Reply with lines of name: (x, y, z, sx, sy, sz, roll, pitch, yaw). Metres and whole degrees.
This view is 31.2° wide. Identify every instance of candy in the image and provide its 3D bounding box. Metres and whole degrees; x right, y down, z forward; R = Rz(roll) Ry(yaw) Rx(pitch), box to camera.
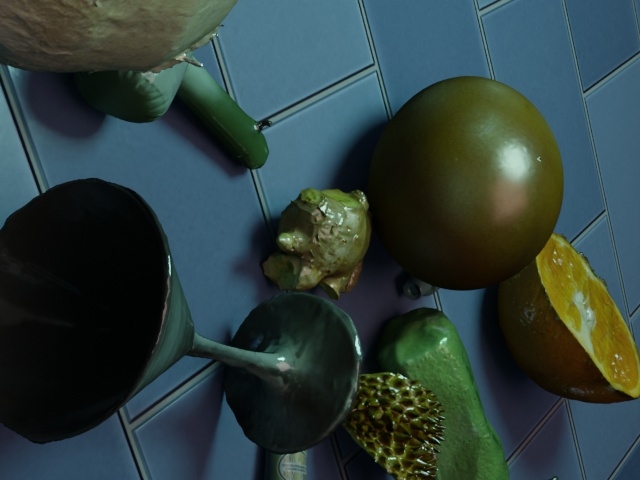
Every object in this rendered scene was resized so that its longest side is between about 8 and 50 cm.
candy: (0.191, 0.264, 1.765, 0.132, 0.142, 0.343, -28, 115, -10)

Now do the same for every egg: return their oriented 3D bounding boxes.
egg: (0.210, -0.087, 1.673, 0.282, 0.282, 0.351, 53, 30, -35)

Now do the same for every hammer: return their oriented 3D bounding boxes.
hammer: (-0.147, -0.183, 1.381, 0.335, 0.119, 0.206, 45, 56, -48)

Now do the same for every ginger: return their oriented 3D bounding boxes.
ginger: (0.000, 0.000, 1.552, 0.216, 0.102, 0.157, 4, 112, -56)

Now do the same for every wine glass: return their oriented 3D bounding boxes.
wine glass: (-0.142, 0.116, 1.256, 0.406, 0.267, 0.267, 26, 68, -52)

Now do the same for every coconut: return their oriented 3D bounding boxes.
coconut: (-0.252, -0.329, 1.075, 0.360, 0.346, 0.346, 4, 85, -32)

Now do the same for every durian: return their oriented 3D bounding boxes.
durian: (0.102, 0.268, 1.631, 0.252, 0.139, 0.144, 40, 71, -43)

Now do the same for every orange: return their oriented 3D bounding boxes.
orange: (0.442, 0.144, 1.985, 0.310, 0.274, 0.274, 21, 65, -3)

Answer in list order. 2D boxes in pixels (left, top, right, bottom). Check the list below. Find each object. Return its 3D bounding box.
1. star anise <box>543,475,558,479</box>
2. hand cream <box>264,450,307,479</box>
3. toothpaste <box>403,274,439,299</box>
star anise: (0.258, 0.494, 1.729, 0.108, 0.315, 0.315, 42, 49, 0)
hand cream: (-0.044, 0.275, 1.524, 0.086, 0.055, 0.235, 26, 61, -51)
toothpaste: (0.217, 0.025, 1.871, 0.297, 0.048, 0.075, -34, 111, -51)
